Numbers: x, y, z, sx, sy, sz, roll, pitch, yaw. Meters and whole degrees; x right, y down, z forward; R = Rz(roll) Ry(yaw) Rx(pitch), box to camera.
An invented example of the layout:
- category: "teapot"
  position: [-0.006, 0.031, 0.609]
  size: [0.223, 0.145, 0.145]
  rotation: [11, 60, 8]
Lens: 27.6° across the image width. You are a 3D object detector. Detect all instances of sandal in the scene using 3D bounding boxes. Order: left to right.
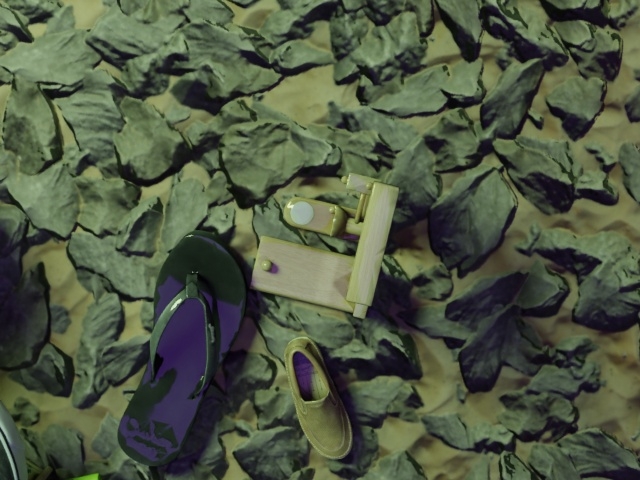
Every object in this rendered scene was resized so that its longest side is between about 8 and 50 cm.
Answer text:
- category: "sandal"
  position: [-0.140, 0.117, 1.345]
  size: [0.097, 0.054, 0.254]
  rotation: [16, 97, 0]

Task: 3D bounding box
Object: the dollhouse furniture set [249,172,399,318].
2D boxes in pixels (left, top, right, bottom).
- category: "dollhouse furniture set"
  position: [0.000, 0.000, 1.280]
  size: [0.123, 0.151, 0.144]
  rotation: [13, 95, 1]

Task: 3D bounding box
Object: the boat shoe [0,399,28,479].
- category: "boat shoe"
  position: [-0.341, 0.274, 1.244]
  size: [0.108, 0.102, 0.301]
  rotation: [-5, 101, 6]

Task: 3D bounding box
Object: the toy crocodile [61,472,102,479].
- category: "toy crocodile"
  position: [-0.222, 0.412, 1.368]
  size: [0.115, 0.105, 0.340]
  rotation: [-16, 91, 2]

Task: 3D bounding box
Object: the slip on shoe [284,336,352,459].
- category: "slip on shoe"
  position: [-0.003, 0.167, 1.353]
  size: [0.051, 0.041, 0.135]
  rotation: [-15, 96, 4]

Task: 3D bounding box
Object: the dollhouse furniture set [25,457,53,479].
- category: "dollhouse furniture set"
  position: [-0.406, 0.264, 1.349]
  size: [0.182, 0.101, 0.161]
  rotation: [34, 97, -2]
